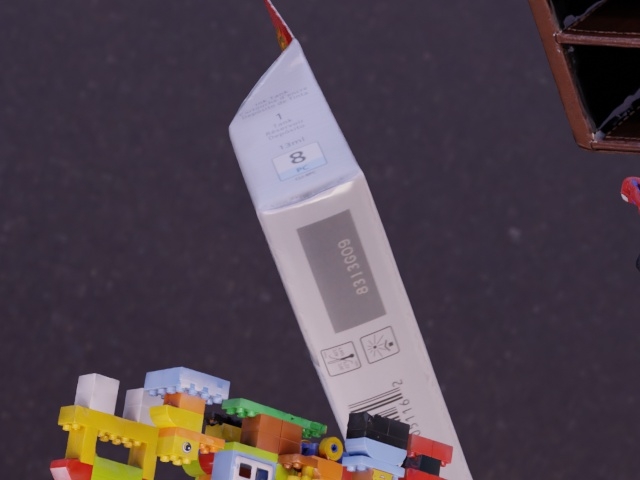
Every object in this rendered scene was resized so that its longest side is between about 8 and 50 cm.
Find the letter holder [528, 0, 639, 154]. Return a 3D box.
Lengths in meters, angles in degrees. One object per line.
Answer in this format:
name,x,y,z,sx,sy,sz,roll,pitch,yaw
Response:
letter holder,0.296,-0.183,1.110,0.302,0.152,0.214,-38,29,-30

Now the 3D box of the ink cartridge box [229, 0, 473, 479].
ink cartridge box,0.000,0.000,1.579,0.091,0.308,0.385,-22,31,-2

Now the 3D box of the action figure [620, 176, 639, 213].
action figure,0.229,-0.026,1.277,0.038,0.030,0.115,2,9,-19

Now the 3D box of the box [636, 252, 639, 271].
box,0.350,0.045,0.799,0.343,0.179,0.312,33,2,-6

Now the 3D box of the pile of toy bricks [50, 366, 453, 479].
pile of toy bricks,-0.030,0.141,1.010,0.212,0.118,0.105,21,69,-36
